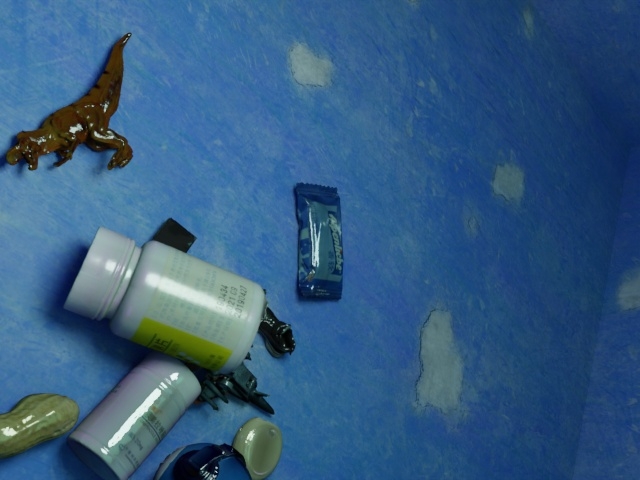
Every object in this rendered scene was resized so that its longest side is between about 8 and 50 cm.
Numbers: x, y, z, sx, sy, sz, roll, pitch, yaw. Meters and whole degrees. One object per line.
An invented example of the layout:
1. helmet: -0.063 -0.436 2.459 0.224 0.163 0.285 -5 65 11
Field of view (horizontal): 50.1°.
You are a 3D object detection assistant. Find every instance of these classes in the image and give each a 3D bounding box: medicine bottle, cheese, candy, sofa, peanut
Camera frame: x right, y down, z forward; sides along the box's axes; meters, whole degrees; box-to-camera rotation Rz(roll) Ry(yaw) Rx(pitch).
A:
1. medicine bottle: -0.320 0.125 1.441 0.379 0.213 0.213 25 66 -17
2. cheese: -0.169 0.553 1.676 0.137 0.064 0.227 35 62 -32
3. candy: 0.000 0.000 1.917 0.187 0.077 0.330 7 79 -49
4. medicine bottle: -0.386 0.367 1.440 0.254 0.152 0.152 -49 116 -35
5. sofa: -0.365 0.027 1.586 0.085 0.060 0.147 40 59 -17
6. peanut: -0.570 0.355 1.312 0.214 0.090 0.098 -20 90 -44

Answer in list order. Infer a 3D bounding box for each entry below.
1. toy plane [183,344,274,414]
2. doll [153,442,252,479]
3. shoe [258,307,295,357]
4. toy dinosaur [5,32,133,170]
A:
1. toy plane: -0.196 0.337 1.655 0.326 0.104 0.222 47 54 -28
2. doll: -0.281 0.568 1.457 0.310 0.240 0.284 -32 140 -45
3. shoe: -0.111 0.227 1.756 0.071 0.099 0.169 -41 111 -36
4. toy dinosaur: -0.483 -0.254 1.491 0.208 0.097 0.432 46 51 -17
